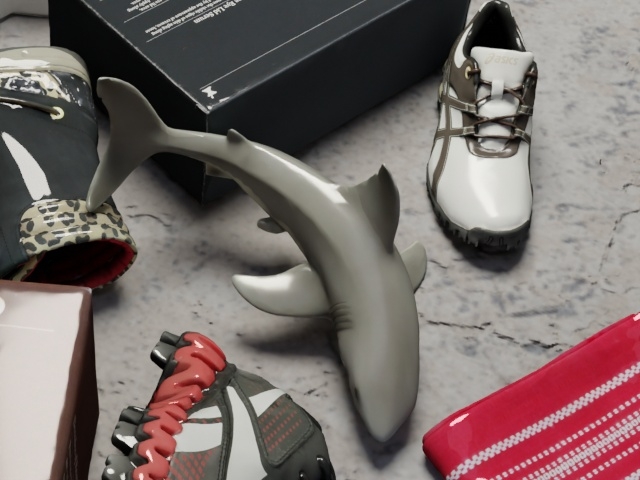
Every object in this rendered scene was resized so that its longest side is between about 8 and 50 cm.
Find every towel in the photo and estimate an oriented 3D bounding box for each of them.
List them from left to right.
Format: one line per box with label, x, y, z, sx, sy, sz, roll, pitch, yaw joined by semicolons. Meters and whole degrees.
towel;0.213;0.177;0.976;0.199;0.031;0.275;-24;57;-24

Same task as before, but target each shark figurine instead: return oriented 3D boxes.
shark figurine;-0.008;-0.025;1.031;0.278;0.116;0.166;42;50;2

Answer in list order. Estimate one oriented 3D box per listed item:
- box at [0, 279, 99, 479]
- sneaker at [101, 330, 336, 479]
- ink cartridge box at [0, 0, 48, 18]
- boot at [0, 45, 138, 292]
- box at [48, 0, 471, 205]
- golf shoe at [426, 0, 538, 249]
box;-0.232;0.200;0.833;0.191;0.143;0.381;5;48;-3
sneaker;-0.057;0.140;0.879;0.135;0.098;0.276;26;17;-3
ink cartridge box;-0.227;-0.240;1.231;0.090;0.092;0.143;5;51;-4
boot;-0.247;-0.035;1.061;0.236;0.085;0.179;-12;55;-17
box;-0.042;-0.166;1.185;0.261;0.103;0.184;-32;57;-29
golf shoe;0.117;-0.087;1.145;0.077;0.094;0.198;3;51;-6
